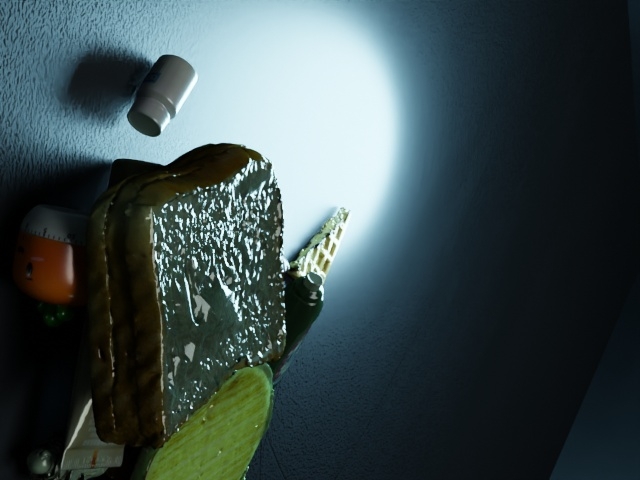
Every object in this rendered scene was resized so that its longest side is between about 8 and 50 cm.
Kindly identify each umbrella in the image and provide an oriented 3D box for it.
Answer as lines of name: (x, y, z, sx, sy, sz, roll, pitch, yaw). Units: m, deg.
umbrella: (-0.278, 0.242, 1.550, 0.067, 0.062, 0.143, -59, 159, 4)

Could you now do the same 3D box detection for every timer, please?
timer: (-0.265, 0.028, 1.451, 0.136, 0.099, 0.136, -28, 129, -41)

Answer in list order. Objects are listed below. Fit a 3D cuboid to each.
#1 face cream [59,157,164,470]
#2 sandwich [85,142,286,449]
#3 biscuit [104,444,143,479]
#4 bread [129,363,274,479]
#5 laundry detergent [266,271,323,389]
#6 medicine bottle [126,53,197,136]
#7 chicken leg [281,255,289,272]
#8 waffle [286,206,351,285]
face cream: (-0.220, 0.083, 1.551, 0.137, 0.084, 0.341, 21, 79, -70)
sandwich: (-0.135, 0.043, 1.503, 0.301, 0.099, 0.271, -32, 128, -60)
biscuit: (-0.190, 0.218, 1.743, 0.236, 0.039, 0.180, -14, 112, -63)
bread: (-0.153, 0.275, 1.752, 0.301, 0.045, 0.301, -46, 151, -35)
laundry detergent: (-0.043, 0.109, 1.854, 0.137, 0.063, 0.211, -47, 170, -49)
medicine bottle: (-0.179, -0.163, 1.583, 0.089, 0.052, 0.052, -63, 150, -28)
chicken leg: (-0.128, 0.046, 1.752, 0.322, 0.083, 0.177, 39, 53, -59)
waffle: (0.000, 0.000, 2.039, 0.152, 0.023, 0.097, -67, 152, -19)
